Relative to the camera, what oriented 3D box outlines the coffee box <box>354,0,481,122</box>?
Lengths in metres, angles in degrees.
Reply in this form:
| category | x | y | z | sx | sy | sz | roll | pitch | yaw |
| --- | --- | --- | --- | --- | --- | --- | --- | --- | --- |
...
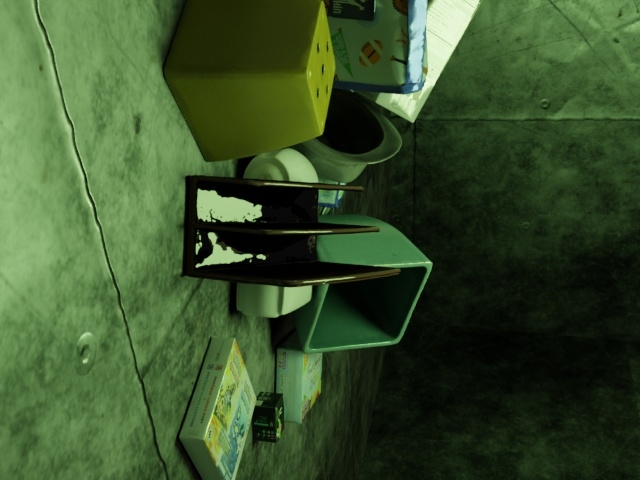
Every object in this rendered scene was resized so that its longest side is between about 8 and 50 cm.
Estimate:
| category | x | y | z | sx | sy | sz | roll | pitch | yaw |
| --- | --- | --- | --- | --- | --- | --- | --- | --- | --- |
| coffee box | 0.188 | -0.423 | 1.520 | 0.297 | 0.119 | 0.168 | -62 | -146 | 11 |

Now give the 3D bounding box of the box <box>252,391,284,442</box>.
| category | x | y | z | sx | sy | sz | roll | pitch | yaw |
| --- | --- | --- | --- | --- | --- | --- | --- | --- | --- |
| box | -0.107 | 0.364 | 1.486 | 0.062 | 0.052 | 0.083 | -53 | 144 | -68 |

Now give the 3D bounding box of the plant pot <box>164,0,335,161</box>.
| category | x | y | z | sx | sy | sz | roll | pitch | yaw |
| --- | --- | --- | --- | --- | --- | --- | --- | --- | --- |
| plant pot | -0.085 | -0.255 | 1.067 | 0.212 | 0.187 | 0.212 | 73 | 23 | -59 |

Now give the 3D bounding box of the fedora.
| category | x | y | z | sx | sy | sz | roll | pitch | yaw |
| --- | --- | --- | --- | --- | --- | --- | --- | --- | --- |
| fedora | 0.021 | -0.213 | 1.517 | 0.244 | 0.275 | 0.124 | -38 | 161 | -43 |

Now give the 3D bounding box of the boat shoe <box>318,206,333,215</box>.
| category | x | y | z | sx | sy | sz | roll | pitch | yaw |
| --- | --- | --- | --- | --- | --- | --- | --- | --- | --- |
| boat shoe | 0.000 | 0.000 | 1.763 | 0.116 | 0.099 | 0.319 | -69 | 159 | -55 |

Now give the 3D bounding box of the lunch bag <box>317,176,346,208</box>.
| category | x | y | z | sx | sy | sz | roll | pitch | yaw |
| --- | --- | --- | --- | --- | --- | --- | --- | --- | --- |
| lunch bag | -0.012 | -0.125 | 1.585 | 0.151 | 0.129 | 0.096 | -74 | 168 | -52 |

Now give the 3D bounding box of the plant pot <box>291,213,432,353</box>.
| category | x | y | z | sx | sy | sz | roll | pitch | yaw |
| --- | --- | --- | --- | --- | --- | --- | --- | --- | --- |
| plant pot | 0.055 | 0.070 | 1.619 | 0.252 | 0.247 | 0.247 | 59 | -38 | 45 |

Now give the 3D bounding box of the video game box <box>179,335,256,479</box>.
| category | x | y | z | sx | sy | sz | roll | pitch | yaw |
| --- | --- | --- | --- | --- | --- | --- | --- | --- | --- |
| video game box | -0.165 | 0.294 | 1.205 | 0.205 | 0.048 | 0.187 | 80 | 15 | -48 |

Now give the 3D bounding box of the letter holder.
| category | x | y | z | sx | sy | sz | roll | pitch | yaw |
| --- | --- | --- | --- | --- | --- | --- | --- | --- | --- |
| letter holder | -0.023 | -0.017 | 1.118 | 0.302 | 0.215 | 0.151 | -3 | 97 | -53 |

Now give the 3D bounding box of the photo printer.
| category | x | y | z | sx | sy | sz | roll | pitch | yaw |
| --- | --- | --- | --- | --- | --- | --- | --- | --- | --- |
| photo printer | -0.076 | -0.022 | 1.378 | 0.256 | 0.107 | 0.307 | -9 | 103 | -78 |

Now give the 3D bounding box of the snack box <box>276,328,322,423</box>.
| category | x | y | z | sx | sy | sz | roll | pitch | yaw |
| --- | --- | --- | --- | --- | --- | --- | --- | --- | --- |
| snack box | -0.048 | 0.311 | 1.704 | 0.207 | 0.070 | 0.174 | -33 | 126 | -77 |

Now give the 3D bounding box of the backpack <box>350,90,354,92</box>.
| category | x | y | z | sx | sy | sz | roll | pitch | yaw |
| --- | --- | --- | --- | --- | --- | --- | --- | --- | --- |
| backpack | 0.006 | -0.370 | 1.643 | 0.158 | 0.117 | 0.173 | -74 | 161 | -47 |

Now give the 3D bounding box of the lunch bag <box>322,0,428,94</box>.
| category | x | y | z | sx | sy | sz | roll | pitch | yaw |
| --- | --- | --- | --- | --- | --- | --- | --- | --- | --- |
| lunch bag | 0.063 | -0.458 | 1.302 | 0.385 | 0.239 | 0.327 | 42 | -39 | 53 |
